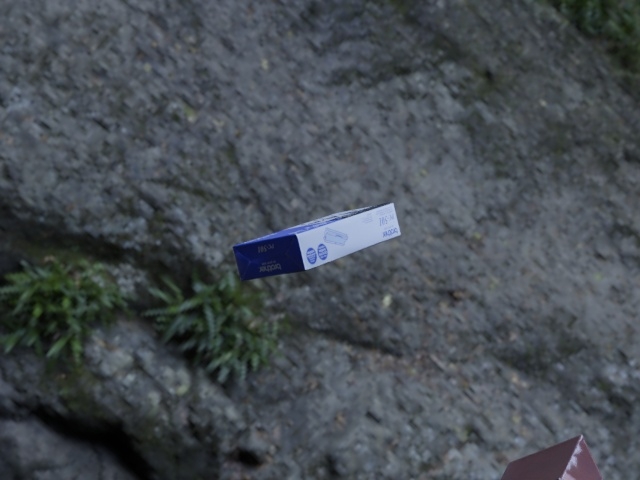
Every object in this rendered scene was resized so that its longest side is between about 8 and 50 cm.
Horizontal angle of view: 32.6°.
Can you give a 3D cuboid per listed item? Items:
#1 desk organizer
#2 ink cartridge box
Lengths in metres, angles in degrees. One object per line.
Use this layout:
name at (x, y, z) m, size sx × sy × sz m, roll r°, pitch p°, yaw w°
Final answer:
desk organizer at (0.206, 0.218, 0.975) m, size 0.047 × 0.050 × 0.130 m, roll 37°, pitch -30°, yaw -4°
ink cartridge box at (0.000, 0.000, 1.300) m, size 0.207 × 0.097 × 0.046 m, roll -19°, pitch 97°, yaw -53°
